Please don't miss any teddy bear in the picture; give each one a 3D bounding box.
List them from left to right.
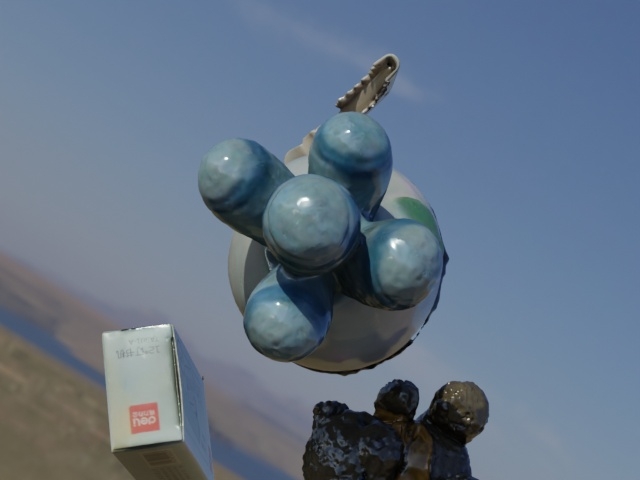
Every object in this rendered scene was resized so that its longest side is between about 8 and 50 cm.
[{"bbox_3d":[0.073,0.228,1.811,0.190,0.177,0.140,12,-33,-24],"label":"teddy bear"}]

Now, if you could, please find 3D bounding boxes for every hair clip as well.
[{"bbox_3d":[0.039,-0.147,1.983,0.034,0.072,0.226,52,-43,6],"label":"hair clip"}]

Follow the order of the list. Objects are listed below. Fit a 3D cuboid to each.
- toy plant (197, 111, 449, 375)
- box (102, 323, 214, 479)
[{"bbox_3d":[0.000,0.000,1.692,0.247,0.247,0.332,30,-5,11],"label":"toy plant"},{"bbox_3d":[-0.172,0.187,1.928,0.079,0.135,0.269,-7,-20,1],"label":"box"}]
